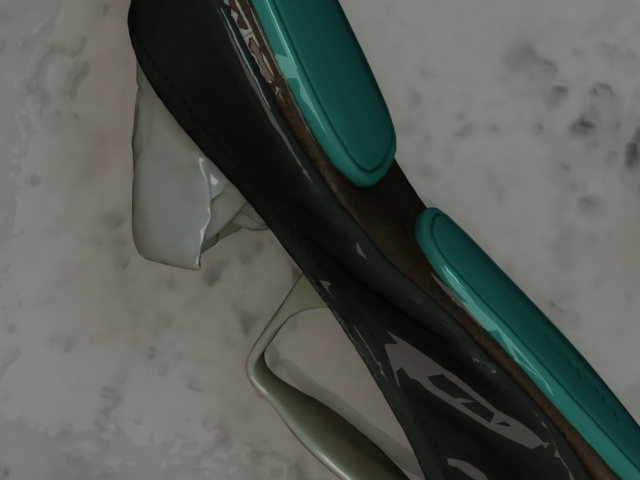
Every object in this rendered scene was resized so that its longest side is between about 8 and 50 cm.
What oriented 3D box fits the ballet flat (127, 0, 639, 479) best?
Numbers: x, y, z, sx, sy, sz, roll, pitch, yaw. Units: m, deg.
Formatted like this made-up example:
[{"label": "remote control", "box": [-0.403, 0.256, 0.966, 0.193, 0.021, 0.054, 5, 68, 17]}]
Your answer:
[{"label": "ballet flat", "box": [0.000, 0.000, 0.405, 0.096, 0.095, 0.280, -33, 93, 16]}]
